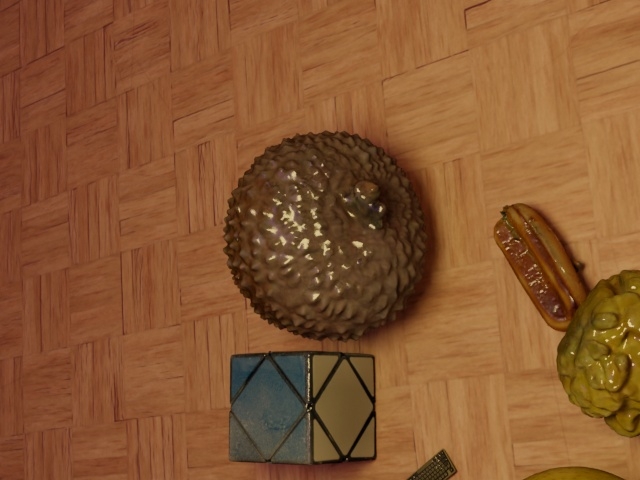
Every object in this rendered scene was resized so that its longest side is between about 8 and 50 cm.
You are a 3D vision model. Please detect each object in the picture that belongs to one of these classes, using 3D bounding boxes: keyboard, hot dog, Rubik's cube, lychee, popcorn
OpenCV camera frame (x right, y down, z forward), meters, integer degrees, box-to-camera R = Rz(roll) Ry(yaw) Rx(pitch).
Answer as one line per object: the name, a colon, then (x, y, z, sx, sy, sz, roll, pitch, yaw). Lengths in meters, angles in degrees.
keyboard: (0.189, 0.431, 1.838, 0.129, 0.015, 0.049, -46, 57, 25)
hot dog: (0.374, 0.036, 1.716, 0.104, 0.076, 0.250, -58, 47, 41)
Rubik's cube: (-0.033, 0.312, 1.917, 0.205, 0.207, 0.205, -7, 80, 40)
lychee: (0.000, 0.000, 1.841, 0.432, 0.380, 0.380, -39, 58, 55)
popcorn: (0.477, 0.168, 1.530, 0.225, 0.249, 0.249, 23, 99, 10)

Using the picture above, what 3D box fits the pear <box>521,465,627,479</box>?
pear: (0.363, 0.496, 1.429, 0.362, 0.418, 0.363, -13, 69, 38)
